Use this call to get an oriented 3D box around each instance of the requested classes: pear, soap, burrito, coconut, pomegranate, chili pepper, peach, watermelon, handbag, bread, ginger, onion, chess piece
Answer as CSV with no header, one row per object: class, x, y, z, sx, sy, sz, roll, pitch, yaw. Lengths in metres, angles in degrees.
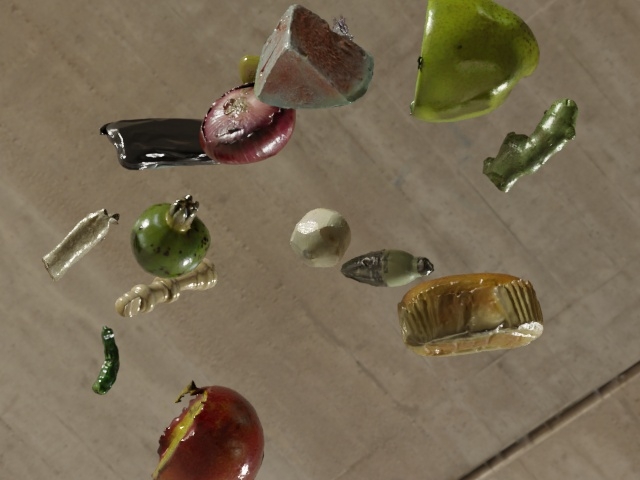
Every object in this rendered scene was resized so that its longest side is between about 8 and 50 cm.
pear,0.404,-0.476,1.792,0.318,0.342,0.238,8,176,1
soap,-0.140,-0.418,1.740,0.045,0.140,0.088,-63,-25,-56
burrito,-0.560,0.007,1.607,0.060,0.226,0.087,47,179,6
coconut,-0.003,-0.001,1.922,0.161,0.161,0.162,48,-133,-4
pomegranate,-0.358,-0.017,1.685,0.202,0.248,0.202,21,-136,-21
chili pepper,-0.565,0.319,1.849,0.073,0.050,0.182,14,-104,-59
peach,-0.332,0.639,2.143,0.310,0.405,0.335,26,-145,-14
watermelon,-0.018,-0.392,1.476,0.201,0.262,0.212,90,-172,-51
handbag,-0.426,-0.270,1.921,0.333,0.074,0.191,-9,-131,-30
bread,0.410,0.202,1.919,0.236,0.389,0.183,68,-163,-59
ginger,0.529,-0.241,1.761,0.089,0.290,0.137,27,-135,-26
onion,-0.171,-0.275,1.680,0.161,0.248,0.248,59,-171,-28
chess piece,-0.517,0.165,2.326,0.117,0.117,0.397,52,-143,10

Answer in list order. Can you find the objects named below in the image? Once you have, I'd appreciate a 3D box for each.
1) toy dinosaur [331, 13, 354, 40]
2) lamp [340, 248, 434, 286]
toy dinosaur,0.049,-0.524,1.744,0.209,0.039,0.082,-129,23,-66
lamp,0.170,0.073,1.805,0.101,0.250,0.101,19,-112,-60
